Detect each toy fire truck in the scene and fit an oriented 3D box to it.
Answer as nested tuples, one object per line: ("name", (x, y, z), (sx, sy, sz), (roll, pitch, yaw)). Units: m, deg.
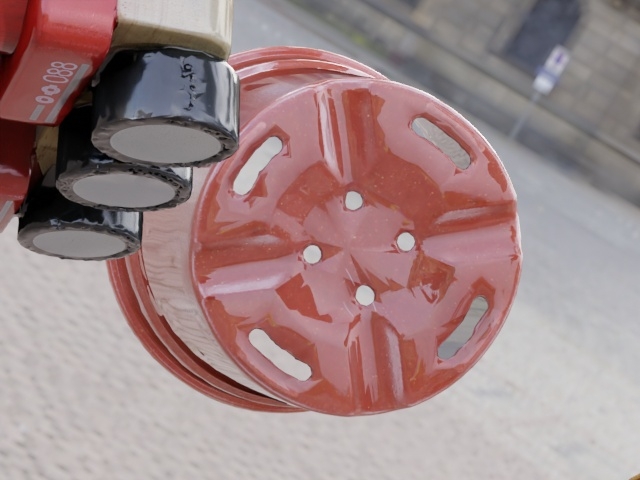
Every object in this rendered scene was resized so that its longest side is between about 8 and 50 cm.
("toy fire truck", (-0.172, -0.065, 0.677), (0.246, 0.158, 0.217), (8, -18, -20))

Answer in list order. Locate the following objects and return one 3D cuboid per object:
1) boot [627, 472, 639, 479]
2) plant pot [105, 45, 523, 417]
("boot", (0.278, 0.168, 0.887), (0.211, 0.295, 0.104), (33, 36, -15))
("plant pot", (0.000, 0.000, 1.104), (0.272, 0.272, 0.265), (29, -2, -11))
